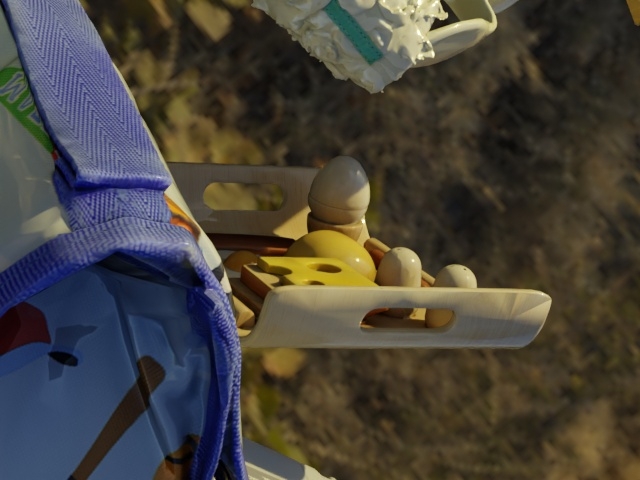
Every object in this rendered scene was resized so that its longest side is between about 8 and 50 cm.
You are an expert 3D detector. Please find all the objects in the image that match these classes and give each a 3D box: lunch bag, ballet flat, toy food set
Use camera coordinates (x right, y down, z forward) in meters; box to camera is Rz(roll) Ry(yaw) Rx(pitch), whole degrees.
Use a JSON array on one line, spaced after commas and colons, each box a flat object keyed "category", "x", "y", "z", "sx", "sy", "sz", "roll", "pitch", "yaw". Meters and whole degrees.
[{"category": "lunch bag", "x": -0.188, "y": 0.053, "z": 0.832, "sx": 0.239, "sy": 0.328, "sz": 0.385, "roll": 11, "pitch": 121, "yaw": -34}, {"category": "ballet flat", "x": 0.081, "y": -0.200, "z": 1.314, "sx": 0.147, "sy": 0.147, "sz": 0.409, "roll": -60, "pitch": 171, "yaw": 33}, {"category": "toy food set", "x": 0.000, "y": 0.000, "z": 1.374, "sx": 0.220, "sy": 0.306, "sz": 0.092, "roll": 2, "pitch": 106, "yaw": -27}]

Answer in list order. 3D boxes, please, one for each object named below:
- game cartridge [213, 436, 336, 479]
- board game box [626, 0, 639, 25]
[{"category": "game cartridge", "x": -0.058, "y": 0.203, "z": 1.233, "sx": 0.294, "sy": 0.196, "sz": 0.060, "roll": 29, "pitch": 108, "yaw": -38}, {"category": "board game box", "x": 0.252, "y": -0.355, "z": 1.413, "sx": 0.064, "sy": 0.316, "sz": 0.242, "roll": -14, "pitch": -161, "yaw": 37}]
